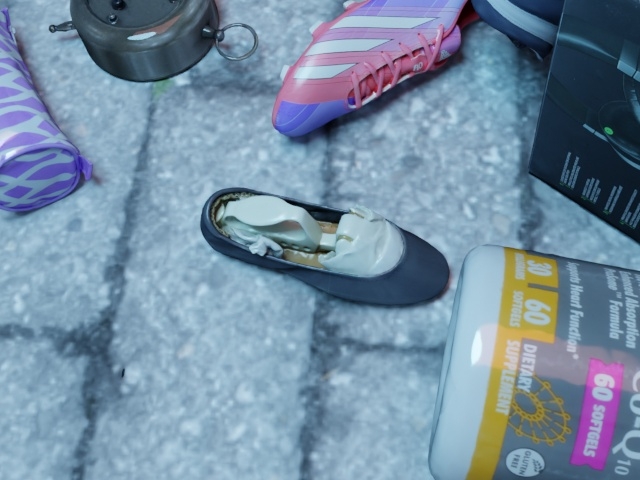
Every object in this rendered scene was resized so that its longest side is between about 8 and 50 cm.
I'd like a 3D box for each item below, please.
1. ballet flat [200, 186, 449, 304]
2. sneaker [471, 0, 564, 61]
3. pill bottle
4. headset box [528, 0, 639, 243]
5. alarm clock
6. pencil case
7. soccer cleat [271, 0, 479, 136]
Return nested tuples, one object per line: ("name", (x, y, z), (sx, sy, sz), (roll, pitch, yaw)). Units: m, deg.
("ballet flat", (0.000, 0.000, 0.596), (0.203, 0.074, 0.074), (14, 67, 10))
("sneaker", (0.227, -0.242, 0.639), (0.282, 0.153, 0.099), (-26, 71, -42))
("pill bottle", (0.216, 0.101, 0.484), (0.278, 0.162, 0.162), (10, 66, 8))
("headset box", (0.284, -0.082, 0.511), (0.283, 0.246, 0.131), (37, 76, 22))
("alarm clock", (-0.145, -0.208, 0.709), (0.192, 0.064, 0.129), (22, 68, 10))
("pencil case", (-0.278, -0.121, 0.667), (0.088, 0.086, 0.206), (-16, 63, -34))
("soccer cleat", (0.062, -0.167, 0.667), (0.095, 0.083, 0.248), (40, 71, 15))
